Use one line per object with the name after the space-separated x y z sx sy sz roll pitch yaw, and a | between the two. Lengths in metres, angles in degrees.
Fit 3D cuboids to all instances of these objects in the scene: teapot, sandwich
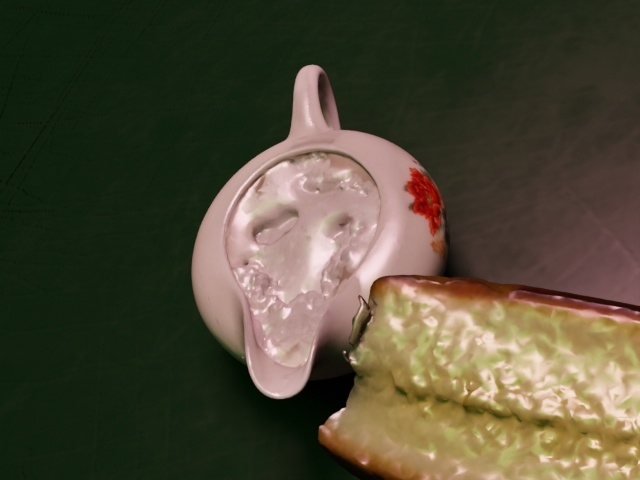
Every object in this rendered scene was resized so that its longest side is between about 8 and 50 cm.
0.000 0.000 0.598 0.145 0.092 0.226 -12 53 14 | teapot
0.128 0.091 0.459 0.235 0.128 0.122 15 70 33 | sandwich
